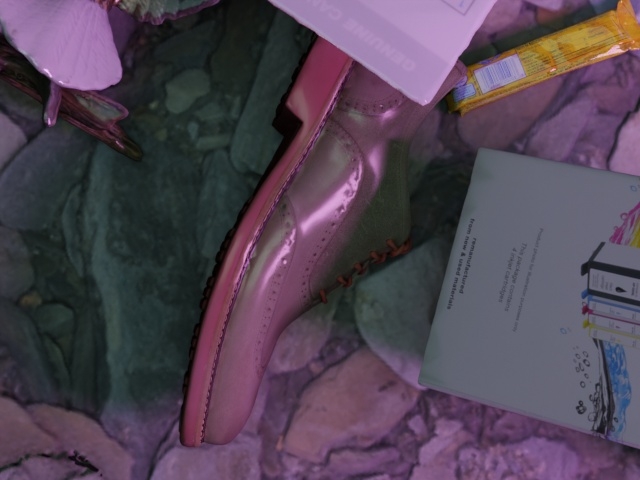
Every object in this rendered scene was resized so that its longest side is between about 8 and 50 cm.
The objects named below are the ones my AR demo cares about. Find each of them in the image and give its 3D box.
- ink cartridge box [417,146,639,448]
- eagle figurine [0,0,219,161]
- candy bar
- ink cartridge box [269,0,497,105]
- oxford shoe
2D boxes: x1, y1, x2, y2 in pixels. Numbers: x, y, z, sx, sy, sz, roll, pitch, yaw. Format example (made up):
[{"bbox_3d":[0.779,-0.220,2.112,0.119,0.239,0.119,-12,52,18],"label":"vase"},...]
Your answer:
[{"bbox_3d":[0.219,0.051,0.915,0.232,0.171,0.168,14,87,32],"label":"ink cartridge box"},{"bbox_3d":[-0.148,-0.235,0.956,0.225,0.226,0.298,36,95,20],"label":"eagle figurine"},{"bbox_3d":[0.168,-0.137,1.038,0.161,0.018,0.040,-21,87,0],"label":"candy bar"},{"bbox_3d":[0.026,-0.293,0.928,0.308,0.091,0.385,34,65,-1],"label":"ink cartridge box"},{"bbox_3d":[0.000,0.000,0.989,0.130,0.123,0.348,23,91,-6],"label":"oxford shoe"}]
